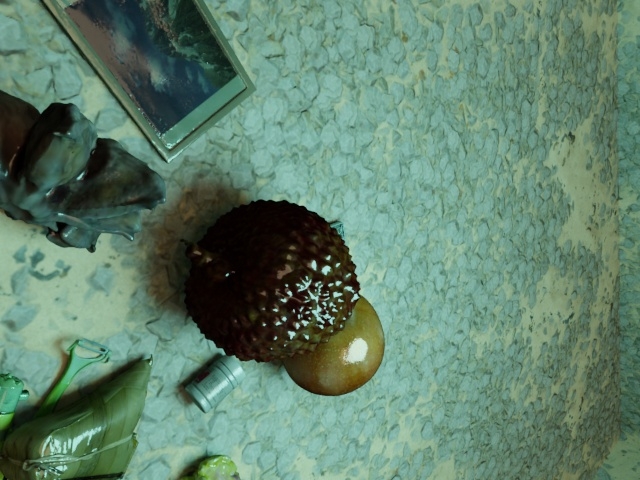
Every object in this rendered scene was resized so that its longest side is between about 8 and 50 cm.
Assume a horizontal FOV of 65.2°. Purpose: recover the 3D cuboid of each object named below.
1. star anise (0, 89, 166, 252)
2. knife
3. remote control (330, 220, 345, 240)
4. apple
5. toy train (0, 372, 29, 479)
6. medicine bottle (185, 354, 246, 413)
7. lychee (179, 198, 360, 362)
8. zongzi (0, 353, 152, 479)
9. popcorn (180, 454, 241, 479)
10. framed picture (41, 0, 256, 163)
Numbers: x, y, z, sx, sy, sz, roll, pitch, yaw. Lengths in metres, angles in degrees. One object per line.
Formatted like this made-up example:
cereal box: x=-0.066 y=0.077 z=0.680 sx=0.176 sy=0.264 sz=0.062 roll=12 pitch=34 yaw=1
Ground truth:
star anise: x=-0.332 y=-0.100 z=0.570 sx=0.359 sy=0.315 sz=0.139 roll=90 pitch=3 yaw=-62
knife: x=-0.374 y=0.221 z=0.726 sx=0.166 sy=0.022 sz=0.078 roll=-59 pitch=143 yaw=-13
remote control: x=0.000 y=0.000 z=0.997 sx=0.124 sy=0.018 sz=0.053 roll=-19 pitch=112 yaw=-36
apple: x=0.020 y=0.181 z=0.934 sx=0.201 sy=0.201 sz=0.162 roll=-38 pitch=134 yaw=-28
toy train: x=-0.454 y=0.252 z=0.634 sx=0.132 sy=0.083 sz=0.200 roll=25 pitch=83 yaw=-51
medicine bottle: x=-0.181 y=0.247 z=0.869 sx=0.091 sy=0.058 sz=0.058 roll=-38 pitch=121 yaw=-28
lychee: x=-0.082 y=0.063 z=0.782 sx=0.300 sy=0.264 sz=0.264 roll=22 pitch=85 yaw=-38
zongzi: x=-0.326 y=0.246 z=0.709 sx=0.194 sy=0.099 sz=0.197 roll=49 pitch=57 yaw=-64
popcorn: x=-0.187 y=0.434 z=0.891 sx=0.109 sy=0.089 sz=0.097 roll=20 pitch=50 yaw=-49
framed picture: x=-0.237 y=-0.285 z=0.738 sx=0.209 sy=0.019 sz=0.281 roll=-49 pitch=126 yaw=-21
